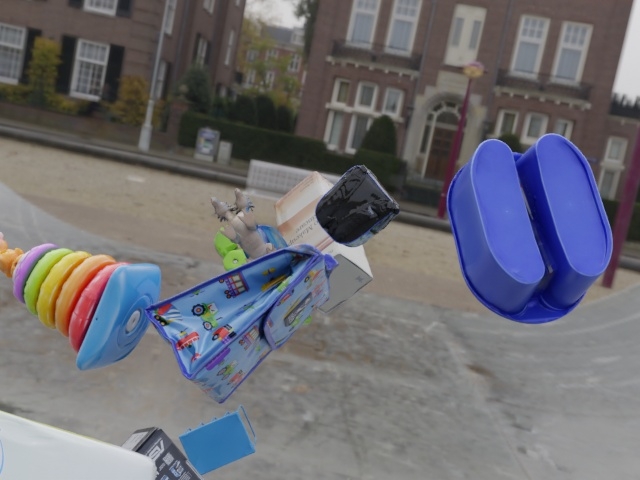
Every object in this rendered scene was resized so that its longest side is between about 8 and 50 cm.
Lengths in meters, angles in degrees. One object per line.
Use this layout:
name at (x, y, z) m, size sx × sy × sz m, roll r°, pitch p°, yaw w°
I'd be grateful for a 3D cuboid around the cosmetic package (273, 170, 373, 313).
cosmetic package at (0.000, 0.000, 1.743) m, size 0.129 × 0.153 × 0.296 m, roll 37°, pitch 24°, yaw -37°

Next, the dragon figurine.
dragon figurine at (-0.115, 0.015, 1.457) m, size 0.289 × 0.085 × 0.144 m, roll 52°, pitch 6°, yaw 5°

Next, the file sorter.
file sorter at (-0.270, 0.533, 2.023) m, size 0.170 × 0.118 × 0.104 m, roll -24°, pitch 1°, yaw 2°

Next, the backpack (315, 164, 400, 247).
backpack at (0.058, -0.047, 1.201) m, size 0.105 × 0.114 × 0.084 m, roll 52°, pitch 10°, yaw 17°

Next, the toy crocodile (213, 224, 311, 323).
toy crocodile at (-0.150, 0.097, 1.948) m, size 0.340 × 0.105 × 0.115 m, roll 40°, pitch -12°, yaw 10°

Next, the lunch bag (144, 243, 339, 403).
lunch bag at (-0.099, 0.109, 1.213) m, size 0.138 × 0.293 × 0.221 m, roll 52°, pitch -9°, yaw 20°

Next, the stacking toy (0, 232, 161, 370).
stacking toy at (-0.421, 0.068, 1.191) m, size 0.301 × 0.175 × 0.166 m, roll 23°, pitch 3°, yaw 11°

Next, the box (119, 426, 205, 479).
box at (-0.292, 0.533, 1.131) m, size 0.097 × 0.318 × 0.395 m, roll -24°, pitch 18°, yaw 48°

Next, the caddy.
caddy at (0.362, -0.025, 1.344) m, size 0.241 × 0.341 × 0.179 m, roll -6°, pitch -23°, yaw -6°

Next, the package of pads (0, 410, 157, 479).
package of pads at (-0.318, 0.286, 0.731) m, size 0.296 × 0.229 × 0.101 m, roll 27°, pitch -46°, yaw -26°
